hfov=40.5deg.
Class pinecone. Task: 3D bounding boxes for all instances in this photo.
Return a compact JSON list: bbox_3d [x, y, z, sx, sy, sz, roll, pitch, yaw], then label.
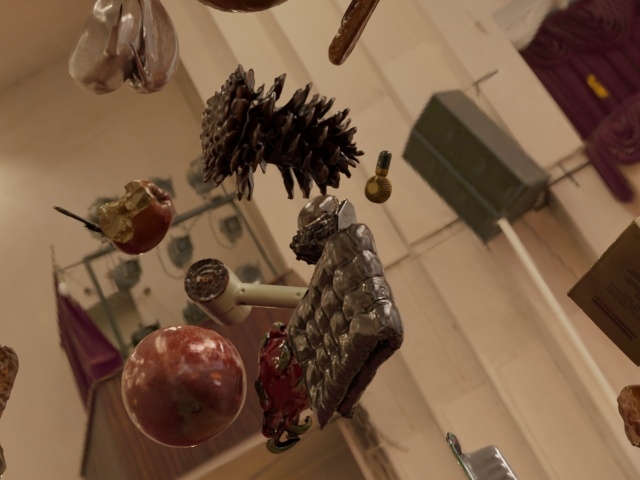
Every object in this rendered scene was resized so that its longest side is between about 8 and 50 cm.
[{"bbox_3d":[-0.068,-0.170,1.510,0.292,0.246,0.246,14,-34,-4],"label":"pinecone"}]

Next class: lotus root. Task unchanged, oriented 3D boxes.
[{"bbox_3d":[-0.010,-0.069,2.644,0.209,0.120,0.120,-54,-3,-43],"label":"lotus root"}]

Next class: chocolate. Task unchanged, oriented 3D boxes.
[{"bbox_3d":[0.000,0.000,1.821,0.133,0.156,0.156,-4,-18,19],"label":"chocolate"}]

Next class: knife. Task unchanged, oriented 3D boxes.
[{"bbox_3d":[-0.560,-0.039,2.091,0.222,0.046,0.021,31,-102,-48],"label":"knife"}]

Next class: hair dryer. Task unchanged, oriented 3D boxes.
[{"bbox_3d":[-0.154,0.144,2.249,0.362,0.128,0.203,4,-23,16],"label":"hair dryer"}]

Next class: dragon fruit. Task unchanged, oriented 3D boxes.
[{"bbox_3d":[-0.051,0.302,1.866,0.198,0.218,0.272,0,-78,-52],"label":"dragon fruit"}]

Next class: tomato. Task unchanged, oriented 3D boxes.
[{"bbox_3d":[-0.293,0.315,1.864,0.270,0.270,0.227,-28,16,-3],"label":"tomato"}]

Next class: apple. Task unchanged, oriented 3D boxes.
[{"bbox_3d":[-0.416,-0.054,2.005,0.158,0.156,0.147,-25,-50,14],"label":"apple"}]

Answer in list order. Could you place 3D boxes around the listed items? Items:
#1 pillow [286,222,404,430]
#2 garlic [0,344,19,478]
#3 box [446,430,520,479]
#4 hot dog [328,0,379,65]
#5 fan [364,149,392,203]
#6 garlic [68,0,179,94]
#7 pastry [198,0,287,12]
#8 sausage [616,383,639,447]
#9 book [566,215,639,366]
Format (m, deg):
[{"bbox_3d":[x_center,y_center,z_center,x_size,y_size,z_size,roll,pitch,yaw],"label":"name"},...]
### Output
[{"bbox_3d":[0.035,0.148,1.478,0.101,0.228,0.326,-5,-35,-21],"label":"pillow"},{"bbox_3d":[-0.599,0.296,1.471,0.132,0.278,0.325,7,-26,-28],"label":"garlic"},{"bbox_3d":[0.450,0.624,2.083,0.106,0.336,0.264,-34,-49,1],"label":"box"},{"bbox_3d":[0.074,-0.426,1.613,0.215,0.047,0.066,-59,-11,15],"label":"hot dog"},{"bbox_3d":[0.169,-0.183,2.484,0.039,0.082,0.155,9,-86,-49],"label":"fan"},{"bbox_3d":[-0.393,-0.406,1.823,0.232,0.340,0.245,23,-66,-27],"label":"garlic"},{"bbox_3d":[-0.134,-0.558,1.461,0.356,0.356,0.164,-39,-6,21],"label":"pastry"},{"bbox_3d":[0.591,0.250,1.310,0.271,0.108,0.109,-9,-27,-6],"label":"sausage"},{"bbox_3d":[0.470,0.081,1.274,0.026,0.161,0.231,-33,-19,-26],"label":"book"}]
